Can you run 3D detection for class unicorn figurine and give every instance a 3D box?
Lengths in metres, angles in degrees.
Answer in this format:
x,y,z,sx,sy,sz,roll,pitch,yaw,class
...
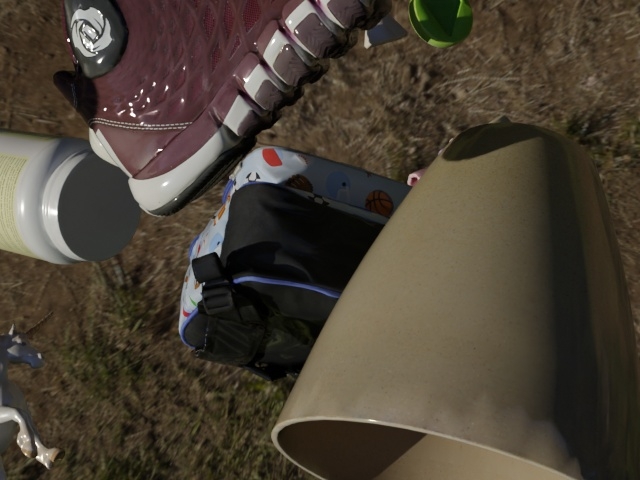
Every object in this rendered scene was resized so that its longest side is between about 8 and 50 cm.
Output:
x,y,z,sx,sy,sz,roll,pitch,yaw,class
-0.241,0.142,0.630,0.111,0.060,0.162,36,88,29,unicorn figurine

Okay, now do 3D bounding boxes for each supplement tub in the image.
x,y,z,sx,sy,sz,roll,pitch,yaw,class
-0.522,-0.084,1.562,0.324,0.235,0.236,11,95,33,supplement tub

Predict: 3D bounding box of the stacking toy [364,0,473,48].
x,y,z,sx,sy,sz,roll,pitch,yaw,class
0.137,-0.480,1.592,0.308,0.130,0.280,-11,83,-25,stacking toy

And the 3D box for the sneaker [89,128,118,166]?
x,y,z,sx,sy,sz,roll,pitch,yaw,class
-0.130,-0.236,0.840,0.131,0.148,0.350,17,56,-10,sneaker

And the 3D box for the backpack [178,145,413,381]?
x,y,z,sx,sy,sz,roll,pitch,yaw,class
-0.023,0.042,0.846,0.276,0.263,0.213,19,56,-20,backpack

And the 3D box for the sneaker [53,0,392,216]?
x,y,z,sx,sy,sz,roll,pitch,yaw,class
-0.054,-0.158,0.483,0.281,0.106,0.162,-44,93,12,sneaker

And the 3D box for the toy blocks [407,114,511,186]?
x,y,z,sx,sy,sz,roll,pitch,yaw,class
0.291,-0.030,1.617,0.260,0.288,0.309,-33,87,-20,toy blocks

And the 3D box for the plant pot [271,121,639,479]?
x,y,z,sx,sy,sz,roll,pitch,yaw,class
0.127,0.056,0.625,0.256,0.256,0.274,19,64,0,plant pot
